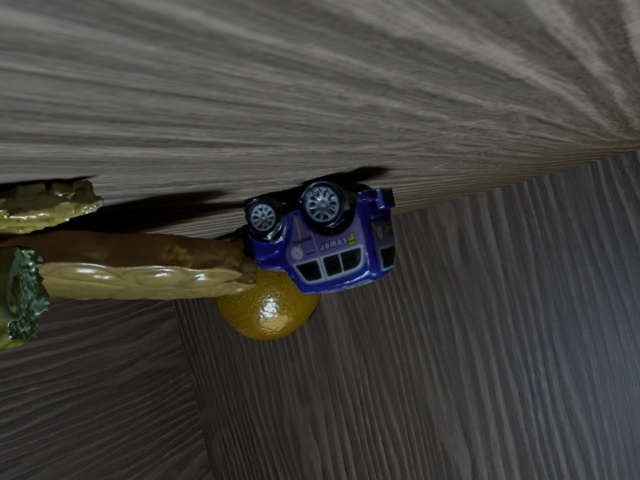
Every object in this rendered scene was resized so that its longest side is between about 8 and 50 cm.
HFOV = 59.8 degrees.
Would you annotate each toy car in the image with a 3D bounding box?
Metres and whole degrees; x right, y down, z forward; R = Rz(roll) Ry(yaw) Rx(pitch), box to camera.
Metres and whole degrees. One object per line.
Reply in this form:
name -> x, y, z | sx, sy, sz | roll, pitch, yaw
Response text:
toy car -> 0.000, 0.000, 0.836 | 0.235, 0.158, 0.172 | -13, 179, 20

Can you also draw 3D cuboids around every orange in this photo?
orange -> -0.126, 0.098, 1.316 | 0.274, 0.274, 0.274 | -14, 178, 0

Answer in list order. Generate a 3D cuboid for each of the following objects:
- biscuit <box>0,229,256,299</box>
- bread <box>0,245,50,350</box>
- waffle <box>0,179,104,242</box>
biscuit -> -0.248, 0.043, 0.711 | 0.351, 0.057, 0.312 | 2, 170, -16
bread -> -0.366, 0.053, 0.440 | 0.269, 0.098, 0.087 | -3, 138, -11
waffle -> -0.259, -0.017, 0.373 | 0.125, 0.032, 0.191 | -12, 180, 18
